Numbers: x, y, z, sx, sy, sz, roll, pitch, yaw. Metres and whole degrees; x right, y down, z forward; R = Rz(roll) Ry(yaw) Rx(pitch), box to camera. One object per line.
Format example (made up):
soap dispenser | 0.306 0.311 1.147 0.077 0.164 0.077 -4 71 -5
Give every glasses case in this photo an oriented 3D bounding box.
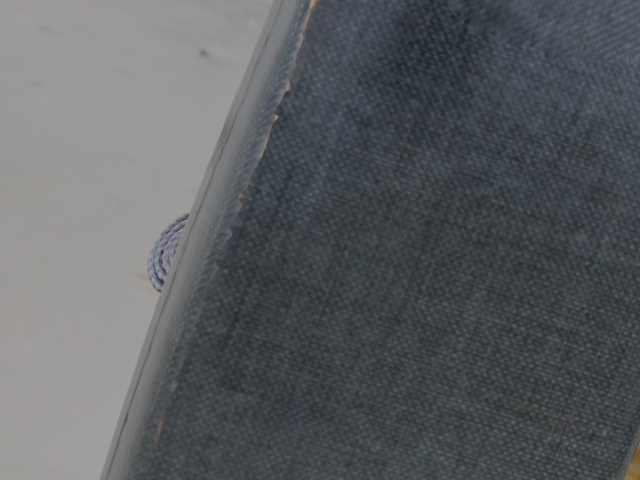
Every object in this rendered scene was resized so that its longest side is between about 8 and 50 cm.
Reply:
glasses case | 0.014 0.046 0.465 0.131 0.323 0.074 18 10 -12

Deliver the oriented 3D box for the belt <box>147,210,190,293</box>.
belt | 0.000 0.000 1.023 0.232 0.071 0.053 -9 -34 32

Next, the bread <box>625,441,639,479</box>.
bread | 0.191 0.153 1.255 0.328 0.148 0.337 -15 11 -26
